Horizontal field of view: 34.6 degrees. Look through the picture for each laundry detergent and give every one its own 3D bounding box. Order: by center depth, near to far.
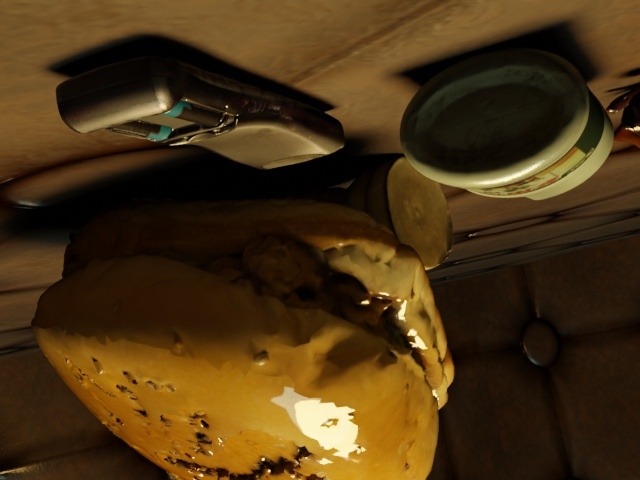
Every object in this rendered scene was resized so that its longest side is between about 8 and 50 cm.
[{"bbox_3d":[0.124,-0.061,0.622,0.099,0.070,0.225,-23,172,19],"label":"laundry detergent"}]

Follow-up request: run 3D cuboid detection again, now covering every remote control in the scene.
[{"bbox_3d":[-0.046,-0.057,0.499,0.059,0.028,0.212,-15,173,21],"label":"remote control"}]

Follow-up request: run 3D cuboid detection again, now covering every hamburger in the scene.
[{"bbox_3d":[-0.054,0.091,0.767,0.284,0.174,0.304,5,145,25],"label":"hamburger"}]

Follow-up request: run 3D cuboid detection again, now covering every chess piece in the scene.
[{"bbox_3d":[0.000,0.000,0.836,0.200,0.090,0.090,-17,173,36],"label":"chess piece"}]

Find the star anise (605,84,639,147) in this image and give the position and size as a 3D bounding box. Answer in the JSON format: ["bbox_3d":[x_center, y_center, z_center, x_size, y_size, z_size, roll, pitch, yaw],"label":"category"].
[{"bbox_3d":[0.267,-0.092,0.664,0.167,0.057,0.168,-11,175,-1],"label":"star anise"}]
